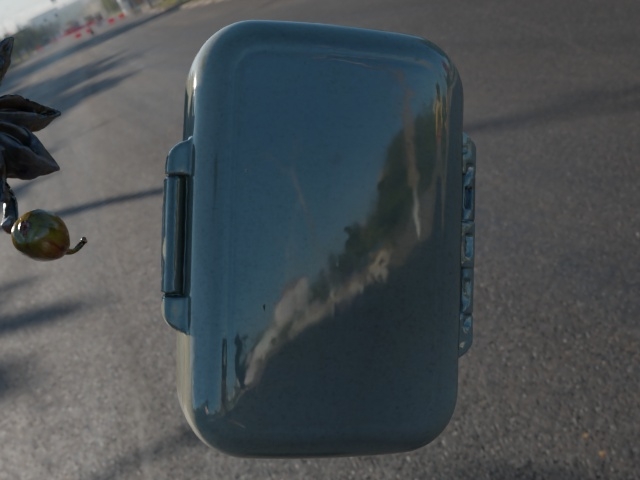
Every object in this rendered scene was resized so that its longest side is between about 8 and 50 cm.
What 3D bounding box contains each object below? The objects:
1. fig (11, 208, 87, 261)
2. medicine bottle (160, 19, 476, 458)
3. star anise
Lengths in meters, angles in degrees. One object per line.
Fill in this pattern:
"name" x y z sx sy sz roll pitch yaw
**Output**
"fig" -0.257 -0.001 0.872 0.050 0.050 0.083 -17 -19 22
"medicine bottle" 0.000 0.000 0.806 0.282 0.375 0.123 2 0 -17
"star anise" -0.363 -0.110 0.922 0.081 0.262 0.230 -35 -15 34
